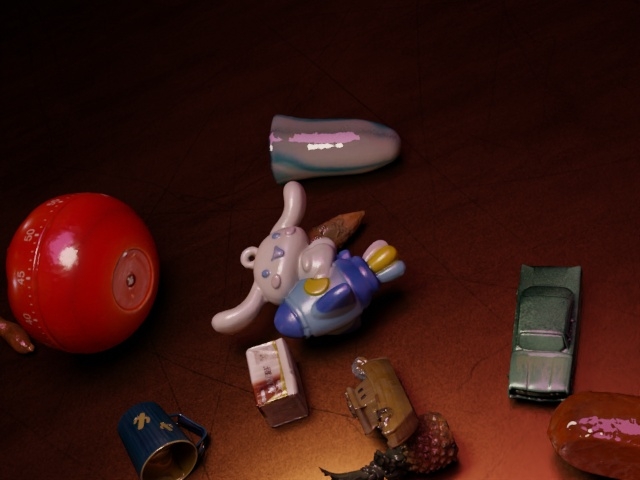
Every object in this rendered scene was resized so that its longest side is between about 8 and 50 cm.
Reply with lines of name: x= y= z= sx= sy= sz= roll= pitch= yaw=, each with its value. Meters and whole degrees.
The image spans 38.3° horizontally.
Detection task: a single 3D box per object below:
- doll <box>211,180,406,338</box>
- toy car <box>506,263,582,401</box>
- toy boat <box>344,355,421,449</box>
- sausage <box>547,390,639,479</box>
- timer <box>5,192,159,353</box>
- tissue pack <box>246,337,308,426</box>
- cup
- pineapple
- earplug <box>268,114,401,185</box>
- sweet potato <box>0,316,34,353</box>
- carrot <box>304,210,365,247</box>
doll: x=-0.019 y=0.086 z=2.048 sx=0.365 sy=0.187 sz=0.376 roll=22 pitch=95 yaw=19
toy car: x=0.465 y=0.183 z=1.919 sx=0.141 sy=0.097 sz=0.321 roll=1 pitch=53 yaw=20
toy boat: x=0.116 y=0.323 z=1.841 sx=0.121 sy=0.089 sz=0.321 roll=-23 pitch=17 yaw=0
sausage: x=0.559 y=0.362 z=1.709 sx=0.268 sy=0.153 sz=0.141 roll=6 pitch=33 yaw=23
timer: x=-0.547 y=0.076 z=2.158 sx=0.279 sy=0.378 sz=0.378 roll=5 pitch=55 yaw=24
tissue pack: x=-0.096 y=0.309 z=2.001 sx=0.099 sy=0.106 sz=0.149 roll=-19 pitch=49 yaw=3
cup: x=-0.339 y=0.430 z=1.988 sx=0.176 sy=0.131 sz=0.155 roll=-15 pitch=38 yaw=-33
pineapple: x=0.132 y=0.441 z=1.818 sx=0.277 sy=0.119 sz=0.130 roll=-26 pitch=5 yaw=-8
earplug: x=0.045 y=-0.235 z=2.356 sx=0.324 sy=0.185 sz=0.185 roll=0 pitch=53 yaw=10
sweet potato: x=-0.786 y=0.229 z=2.325 sx=0.195 sy=0.056 sz=0.056 roll=31 pitch=67 yaw=25
carrot: x=0.000 y=0.000 z=2.228 sx=0.263 sy=0.102 sz=0.102 roll=-32 pitch=50 yaw=-12
